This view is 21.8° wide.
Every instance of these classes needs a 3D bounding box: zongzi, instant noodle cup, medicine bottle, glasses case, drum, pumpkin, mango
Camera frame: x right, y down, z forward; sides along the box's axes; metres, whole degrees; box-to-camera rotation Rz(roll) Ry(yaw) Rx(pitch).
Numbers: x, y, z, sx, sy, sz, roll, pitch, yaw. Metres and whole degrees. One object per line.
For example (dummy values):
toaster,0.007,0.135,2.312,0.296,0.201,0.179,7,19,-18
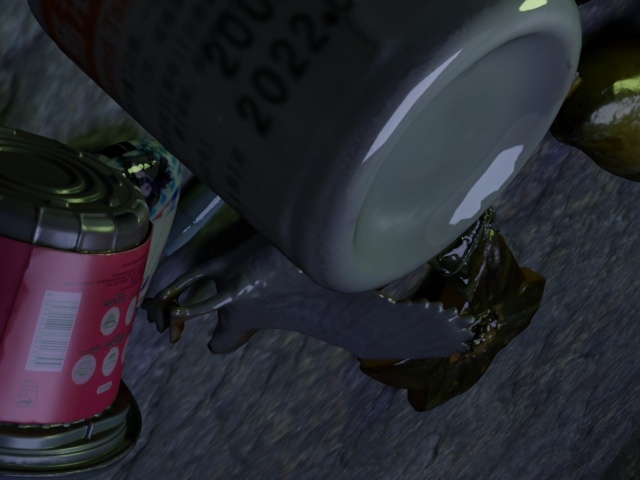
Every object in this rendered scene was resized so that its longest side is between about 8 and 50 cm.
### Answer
zongzi,0.186,0.007,2.027,0.109,0.055,0.119,-48,129,-1
instant noodle cup,-0.225,0.028,1.154,0.302,0.258,0.181,-77,-173,-73
medicine bottle,-0.051,-0.159,0.947,0.211,0.371,0.211,-39,156,-21
glasses case,-0.208,0.050,1.404,0.125,0.076,0.327,-18,144,-47
drum,-0.059,-0.091,1.471,0.253,0.049,0.130,-41,159,-8
pumpkin,0.181,0.117,2.190,0.258,0.095,0.290,-45,155,5
mango,0.394,-0.167,2.028,0.329,0.176,0.176,19,81,-45

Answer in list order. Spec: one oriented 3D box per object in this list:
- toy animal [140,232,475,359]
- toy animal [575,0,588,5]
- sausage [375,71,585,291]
toy animal,-0.021,0.011,1.550,0.302,0.225,0.284,-24,150,-11
toy animal,0.273,-0.301,1.691,0.180,0.116,0.218,-16,-177,-4
sausage,0.136,-0.066,1.835,0.371,0.082,0.082,-47,158,3
